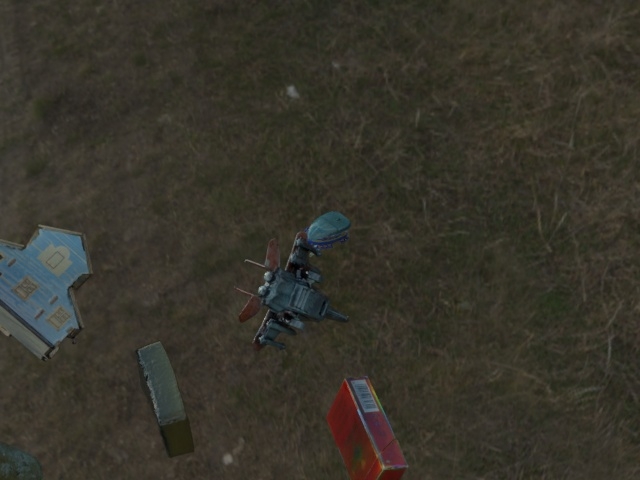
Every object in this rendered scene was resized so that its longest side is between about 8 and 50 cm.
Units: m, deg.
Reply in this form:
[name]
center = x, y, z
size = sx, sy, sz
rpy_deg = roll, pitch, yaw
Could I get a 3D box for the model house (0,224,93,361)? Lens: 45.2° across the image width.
[model house]
center = -0.541, 0.073, 1.474
size = 0.271, 0.178, 0.206
rpy_deg = 42, 58, -8

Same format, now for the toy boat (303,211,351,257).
[toy boat]
center = 0.000, 0.000, 1.898
size = 0.091, 0.110, 0.175
rpy_deg = 38, 32, 18

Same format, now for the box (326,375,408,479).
[box]
center = 0.072, 0.320, 1.233
size = 0.048, 0.112, 0.175
rpy_deg = 0, 43, -26

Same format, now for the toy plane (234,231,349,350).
[toy plane]
center = -0.022, 0.112, 1.388
size = 0.104, 0.326, 0.223
rpy_deg = 15, 81, 43

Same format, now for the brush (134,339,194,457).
[brush]
center = -0.285, 0.289, 1.401
size = 0.059, 0.123, 0.197
rpy_deg = -17, 44, -17

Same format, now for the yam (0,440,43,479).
[yam]
center = -0.604, 0.375, 1.336
size = 0.093, 0.259, 0.093
rpy_deg = -18, 48, 22
